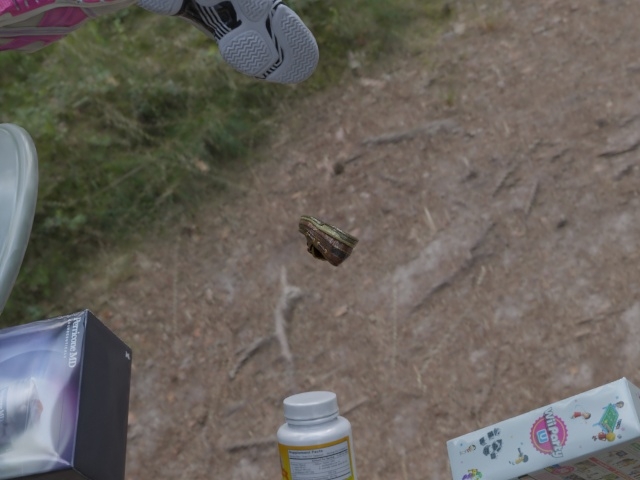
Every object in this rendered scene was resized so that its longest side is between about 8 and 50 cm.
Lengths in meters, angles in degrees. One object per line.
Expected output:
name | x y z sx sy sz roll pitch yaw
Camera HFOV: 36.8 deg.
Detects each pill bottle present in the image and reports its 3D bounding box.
pill bottle | -0.003 0.347 1.484 0.117 0.215 0.117 -7 4 0

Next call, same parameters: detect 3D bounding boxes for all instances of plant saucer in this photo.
plant saucer | -0.519 0.013 1.283 0.400 0.100 0.401 -26 52 39

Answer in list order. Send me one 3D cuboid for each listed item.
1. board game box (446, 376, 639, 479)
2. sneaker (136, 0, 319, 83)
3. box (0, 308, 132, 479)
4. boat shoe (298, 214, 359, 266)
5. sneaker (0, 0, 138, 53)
board game box | 0.386 0.336 1.501 0.303 0.224 0.098 -26 53 26
sneaker | -0.162 -0.405 1.635 0.137 0.365 0.210 -57 12 21
box | -0.504 0.308 1.681 0.293 0.183 0.296 -13 55 12
boat shoe | 0.000 0.000 1.583 0.060 0.064 0.178 -63 25 0
sneaker | -0.317 -0.280 1.103 0.252 0.103 0.111 -16 -12 -17
